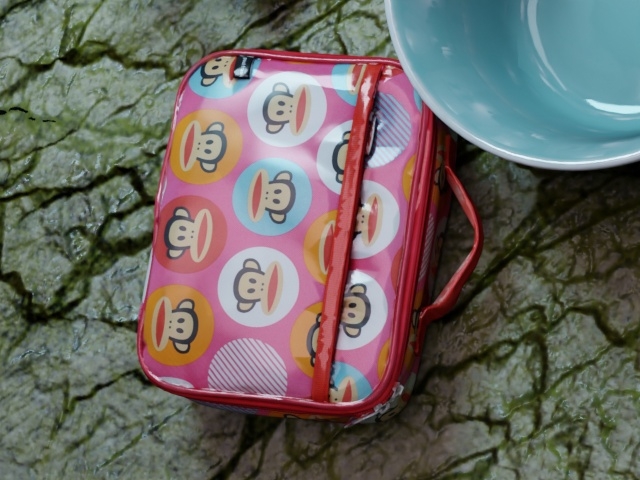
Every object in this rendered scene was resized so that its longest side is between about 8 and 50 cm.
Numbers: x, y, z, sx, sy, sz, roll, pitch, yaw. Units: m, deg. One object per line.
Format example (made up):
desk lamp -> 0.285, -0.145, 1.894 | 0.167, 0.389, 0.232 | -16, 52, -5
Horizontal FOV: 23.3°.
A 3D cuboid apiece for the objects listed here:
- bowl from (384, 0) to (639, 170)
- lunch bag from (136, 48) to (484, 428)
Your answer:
bowl -> 0.221, -0.192, 1.157 | 0.312, 0.163, 0.311 | -4, 81, 26
lunch bag -> 0.000, 0.000, 1.234 | 0.258, 0.120, 0.293 | 6, 80, 17
